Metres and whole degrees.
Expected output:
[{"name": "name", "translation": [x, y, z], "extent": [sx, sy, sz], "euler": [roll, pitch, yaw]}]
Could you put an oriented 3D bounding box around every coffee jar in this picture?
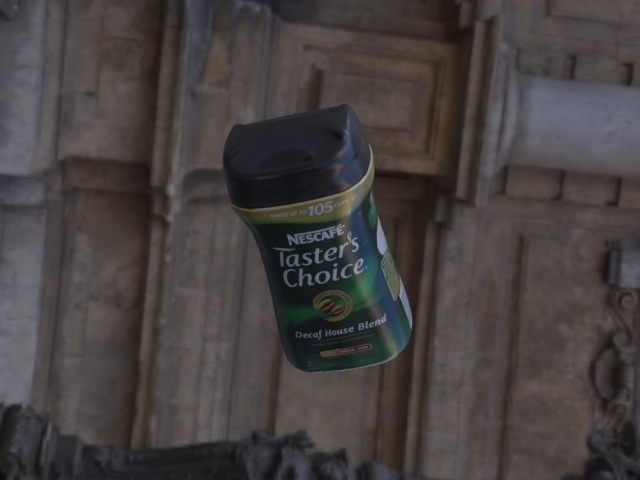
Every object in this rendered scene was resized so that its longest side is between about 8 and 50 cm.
[{"name": "coffee jar", "translation": [0.000, 0.000, 0.616], "extent": [0.079, 0.096, 0.184], "euler": [-84, 161, -54]}]
